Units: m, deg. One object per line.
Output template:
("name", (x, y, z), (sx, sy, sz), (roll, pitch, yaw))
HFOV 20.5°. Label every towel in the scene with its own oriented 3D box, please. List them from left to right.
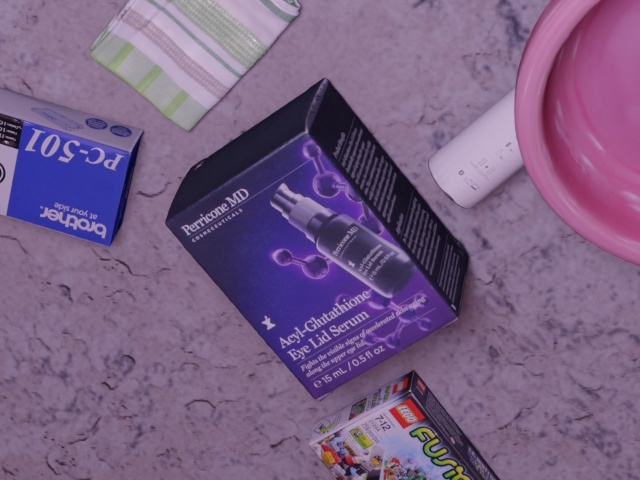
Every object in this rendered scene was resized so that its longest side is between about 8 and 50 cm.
("towel", (-0.103, -0.169, 1.426), (0.113, 0.023, 0.152), (39, 117, -11))

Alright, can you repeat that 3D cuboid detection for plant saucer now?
("plant saucer", (0.306, -0.115, 1.278), (0.332, 0.084, 0.332), (3, 133, 3))

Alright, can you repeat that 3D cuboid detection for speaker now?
("speaker", (0.152, -0.085, 1.408), (0.055, 0.055, 0.136), (43, 116, -13))

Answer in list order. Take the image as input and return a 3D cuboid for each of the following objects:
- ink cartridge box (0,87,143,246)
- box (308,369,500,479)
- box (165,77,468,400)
("ink cartridge box", (-0.261, -0.073, 1.491), (0.207, 0.046, 0.097), (17, 121, 0))
("box", (0.095, 0.224, 1.593), (0.114, 0.036, 0.207), (-31, 109, 23))
("box", (0.000, 0.000, 1.450), (0.153, 0.108, 0.207), (-33, 108, 24))
